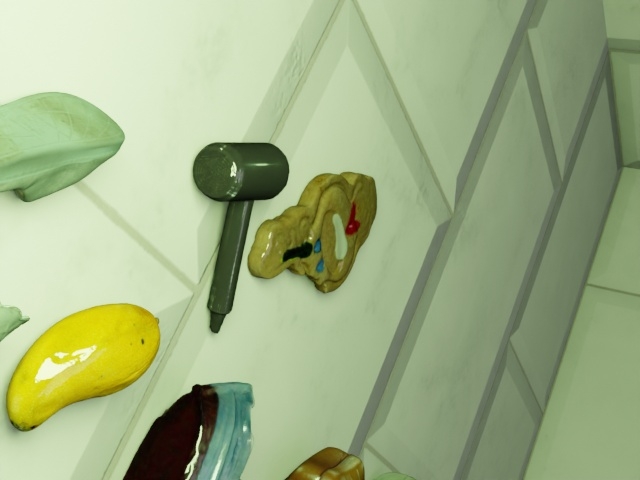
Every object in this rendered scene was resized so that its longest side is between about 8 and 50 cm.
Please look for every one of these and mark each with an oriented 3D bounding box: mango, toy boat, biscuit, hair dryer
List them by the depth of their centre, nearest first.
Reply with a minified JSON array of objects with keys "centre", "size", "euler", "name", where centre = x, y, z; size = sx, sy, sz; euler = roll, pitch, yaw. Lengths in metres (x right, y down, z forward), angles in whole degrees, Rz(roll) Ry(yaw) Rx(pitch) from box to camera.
[{"centre":[-0.235,0.118,0.855],"size":[0.190,0.075,0.098],"euler":[-26,118,-47],"name":"mango"},{"centre":[-0.155,0.309,1.007],"size":[0.142,0.129,0.309],"euler":[41,66,-42],"name":"toy boat"},{"centre":[-0.119,-0.001,1.039],"size":[0.114,0.070,0.248],"euler":[-9,117,-60],"name":"hair dryer"},{"centre":[0.000,-0.008,1.250],"size":[0.320,0.047,0.183],"euler":[-10,107,-58],"name":"biscuit"}]

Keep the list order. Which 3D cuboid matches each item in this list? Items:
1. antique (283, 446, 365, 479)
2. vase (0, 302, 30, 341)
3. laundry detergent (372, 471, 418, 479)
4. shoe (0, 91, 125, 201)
[{"centre":[-0.010,0.464,1.327],"size":[0.223,0.129,0.278],"euler":[-22,120,-55],"name":"antique"},{"centre":[-0.318,0.108,0.705],"size":[0.149,0.081,0.081],"euler":[-63,148,-19],"name":"vase"},{"centre":[0.110,0.675,1.636],"size":[0.264,0.125,0.398],"euler":[-36,133,-52],"name":"laundry detergent"},{"centre":[-0.260,-0.075,0.753],"size":[0.078,0.079,0.195],"euler":[-50,172,27],"name":"shoe"}]
